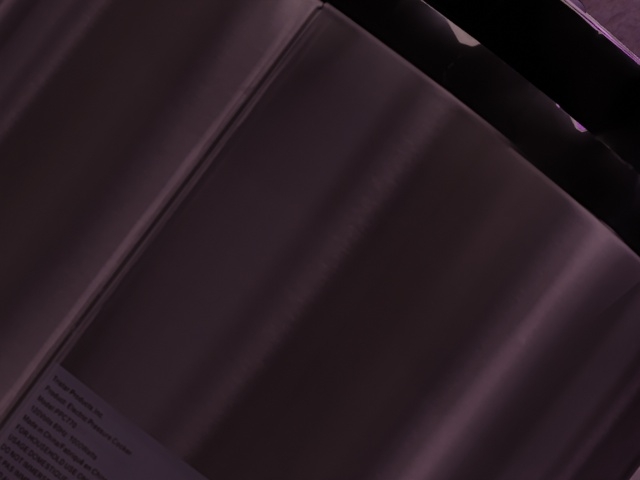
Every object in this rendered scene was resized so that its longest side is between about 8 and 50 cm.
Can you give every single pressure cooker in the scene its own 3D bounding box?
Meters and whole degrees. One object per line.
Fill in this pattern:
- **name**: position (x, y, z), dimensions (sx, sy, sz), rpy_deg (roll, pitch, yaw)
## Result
- **pressure cooker**: position (0.001, 0.001, 0.868), dimensions (0.370, 0.420, 0.375), rpy_deg (37, 0, -39)

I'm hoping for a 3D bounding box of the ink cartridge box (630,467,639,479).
- **ink cartridge box**: position (0.116, 0.216, 0.992), dimensions (0.092, 0.218, 0.158), rpy_deg (44, -3, -32)
